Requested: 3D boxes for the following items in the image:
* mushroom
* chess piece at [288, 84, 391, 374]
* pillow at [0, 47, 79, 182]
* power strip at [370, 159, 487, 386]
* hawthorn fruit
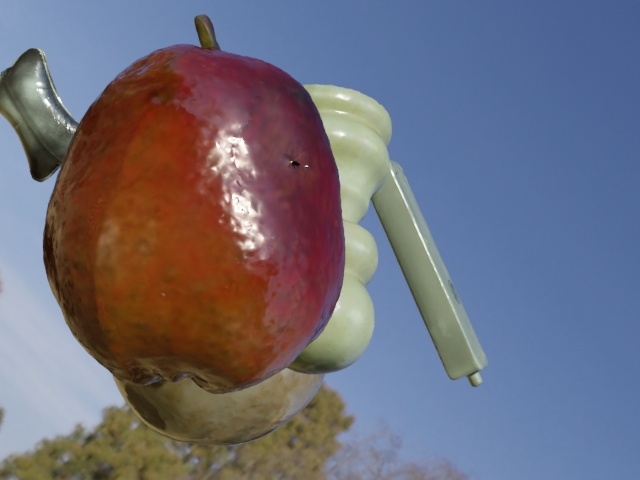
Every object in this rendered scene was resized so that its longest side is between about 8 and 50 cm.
[{"bbox_3d":[-0.143,0.122,1.395,0.290,0.297,0.298,-102,-176,-46],"label":"mushroom"},{"bbox_3d":[0.000,0.000,0.944,0.144,0.144,0.251,123,-30,-61],"label":"chess piece"},{"bbox_3d":[-0.319,-0.140,1.149,0.136,0.091,0.055,62,-6,-2],"label":"pillow"},{"bbox_3d":[0.170,0.056,1.634,0.385,0.062,0.091,67,16,7],"label":"power strip"},{"bbox_3d":[-0.087,-0.030,0.719,0.224,0.224,0.261,12,-83,51],"label":"hawthorn fruit"}]
